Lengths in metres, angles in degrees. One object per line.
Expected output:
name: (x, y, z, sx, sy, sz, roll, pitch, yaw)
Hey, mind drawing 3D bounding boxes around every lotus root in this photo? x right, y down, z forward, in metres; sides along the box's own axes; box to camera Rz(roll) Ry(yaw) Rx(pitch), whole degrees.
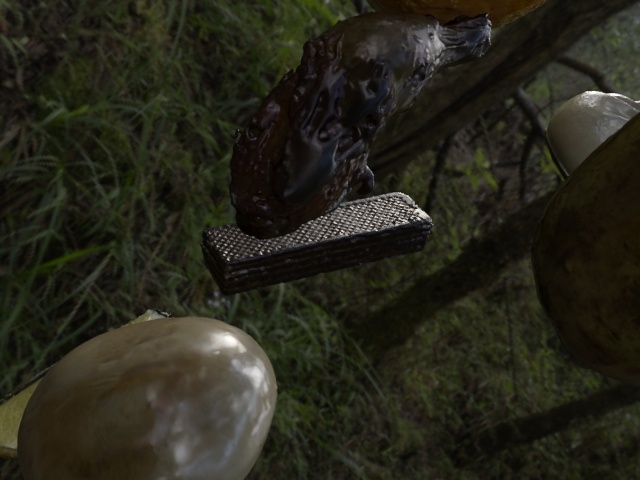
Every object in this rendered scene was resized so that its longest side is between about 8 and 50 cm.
lotus root: (0.223, -0.021, 0.375, 0.128, 0.260, 0.145, 6, 52, -47)

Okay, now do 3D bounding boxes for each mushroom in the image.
mushroom: (-0.170, 0.241, 0.845, 0.292, 0.293, 0.290, -97, 171, -66)

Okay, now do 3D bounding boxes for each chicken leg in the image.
chicken leg: (0.042, -0.123, 0.725, 0.083, 0.322, 0.177, 39, 2, 36)

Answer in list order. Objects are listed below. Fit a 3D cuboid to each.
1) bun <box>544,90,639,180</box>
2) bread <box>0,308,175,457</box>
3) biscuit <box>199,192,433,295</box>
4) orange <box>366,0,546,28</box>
bun: (0.378, -0.121, 0.969, 0.173, 0.120, 0.172, 26, 44, -28)
bread: (-0.415, 0.270, 1.436, 0.345, 0.242, 0.404, 82, 23, -56)
biscuit: (0.000, 0.000, 1.271, 0.107, 0.388, 0.073, -129, -145, -47)
orange: (0.164, -0.401, 0.826, 0.340, 0.340, 0.293, 49, -18, -19)
